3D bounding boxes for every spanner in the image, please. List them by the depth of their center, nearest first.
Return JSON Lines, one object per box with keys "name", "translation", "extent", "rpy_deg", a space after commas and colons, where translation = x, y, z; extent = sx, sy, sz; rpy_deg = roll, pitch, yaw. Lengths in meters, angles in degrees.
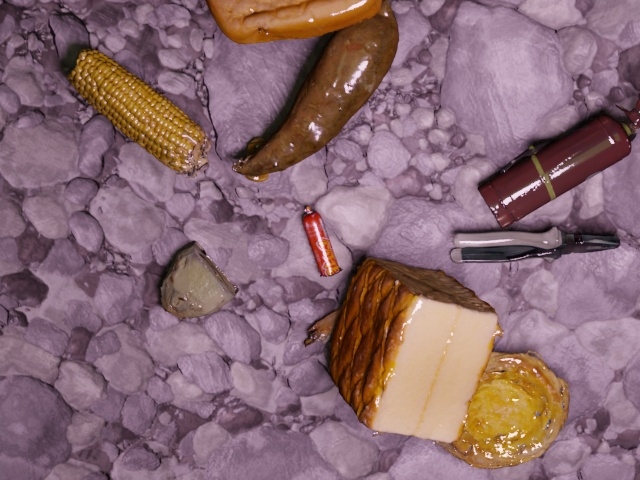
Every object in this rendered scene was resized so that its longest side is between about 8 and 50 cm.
{"name": "spanner", "translation": [0.419, 0.011, 1.688], "extent": [0.325, 0.095, 0.040], "rpy_deg": [-2, 60, 4]}

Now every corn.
{"name": "corn", "translation": [-0.337, -0.240, 1.633], "extent": [0.318, 0.115, 0.115], "rpy_deg": [38, 101, -7]}

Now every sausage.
{"name": "sausage", "translation": [0.000, 0.000, 1.716], "extent": [0.050, 0.048, 0.145], "rpy_deg": [-19, 100, 0]}

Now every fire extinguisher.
{"name": "fire extinguisher", "translation": [0.461, -0.156, 1.627], "extent": [0.341, 0.105, 0.141], "rpy_deg": [-32, 145, 11]}

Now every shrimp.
{"name": "shrimp", "translation": [0.048, 0.181, 1.766], "extent": [0.180, 0.041, 0.099], "rpy_deg": [-23, 116, 5]}

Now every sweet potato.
{"name": "sweet potato", "translation": [0.006, -0.263, 1.612], "extent": [0.130, 0.130, 0.422], "rpy_deg": [40, 104, -8]}

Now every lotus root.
{"name": "lotus root", "translation": [-0.254, 0.100, 1.730], "extent": [0.143, 0.070, 0.144], "rpy_deg": [42, 101, -8]}

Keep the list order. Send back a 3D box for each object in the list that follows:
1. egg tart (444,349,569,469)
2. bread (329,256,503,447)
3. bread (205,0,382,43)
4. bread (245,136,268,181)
{"name": "egg tart", "translation": [0.361, 0.329, 1.758], "extent": [0.291, 0.107, 0.290], "rpy_deg": [1, 108, 2]}
{"name": "bread", "translation": [0.163, 0.195, 1.621], "extent": [0.207, 0.279, 0.279], "rpy_deg": [11, 105, -19]}
{"name": "bread", "translation": [-0.054, -0.516, 1.525], "extent": [0.337, 0.148, 0.328], "rpy_deg": [-13, 95, 9]}
{"name": "bread", "translation": [-0.121, -0.157, 1.686], "extent": [0.049, 0.033, 0.088], "rpy_deg": [8, 103, -7]}
